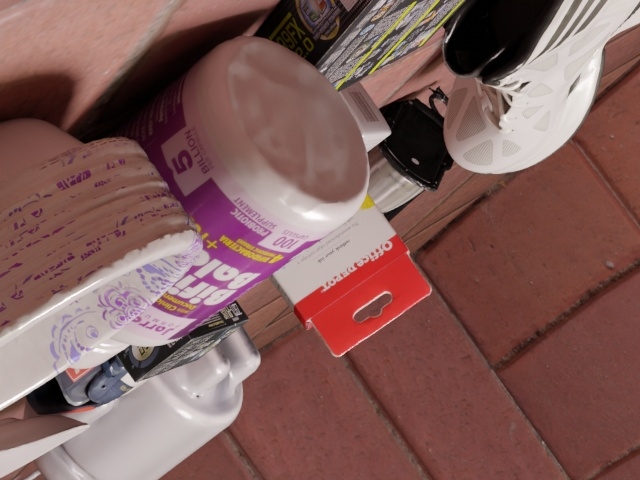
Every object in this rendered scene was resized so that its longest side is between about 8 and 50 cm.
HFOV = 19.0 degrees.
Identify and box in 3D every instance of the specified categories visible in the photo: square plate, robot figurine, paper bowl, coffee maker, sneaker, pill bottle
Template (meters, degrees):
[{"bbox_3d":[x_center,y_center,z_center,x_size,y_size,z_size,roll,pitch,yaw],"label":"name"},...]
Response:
[{"bbox_3d":[-0.483,0.281,2.137,0.347,0.049,0.344,-29,170,28],"label":"square plate"},{"bbox_3d":[-0.241,0.206,2.447,0.353,0.200,0.300,-38,161,26],"label":"robot figurine"},{"bbox_3d":[-0.236,0.023,1.336,0.284,0.148,0.284,-35,175,-4],"label":"paper bowl"},{"bbox_3d":[0.080,-0.082,2.366,0.178,0.120,0.171,-40,173,41],"label":"coffee maker"},{"bbox_3d":[0.186,-0.202,2.019,0.257,0.169,0.447,-20,158,-35],"label":"sneaker"},{"bbox_3d":[-0.119,-0.018,1.526,0.301,0.169,0.169,-36,175,33],"label":"pill bottle"},{"bbox_3d":[-0.225,0.107,2.132,0.148,0.131,0.350,-25,166,-40],"label":"sneaker"}]

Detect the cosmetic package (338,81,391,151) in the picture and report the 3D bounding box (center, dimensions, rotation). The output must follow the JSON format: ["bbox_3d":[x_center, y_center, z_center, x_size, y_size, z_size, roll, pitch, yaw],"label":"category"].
[{"bbox_3d":[-0.051,-0.073,1.913,0.231,0.085,0.117,-35,174,15],"label":"cosmetic package"}]

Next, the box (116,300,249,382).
[{"bbox_3d":[-0.168,0.052,1.925,0.077,0.147,0.180,-37,174,15],"label":"box"}]

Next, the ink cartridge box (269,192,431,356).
[{"bbox_3d":[0.000,0.000,2.030,0.134,0.231,0.078,-34,174,-7],"label":"ink cartridge box"}]

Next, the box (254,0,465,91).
[{"bbox_3d":[0.056,-0.206,1.573,0.216,0.060,0.270,-32,173,-33],"label":"box"}]
